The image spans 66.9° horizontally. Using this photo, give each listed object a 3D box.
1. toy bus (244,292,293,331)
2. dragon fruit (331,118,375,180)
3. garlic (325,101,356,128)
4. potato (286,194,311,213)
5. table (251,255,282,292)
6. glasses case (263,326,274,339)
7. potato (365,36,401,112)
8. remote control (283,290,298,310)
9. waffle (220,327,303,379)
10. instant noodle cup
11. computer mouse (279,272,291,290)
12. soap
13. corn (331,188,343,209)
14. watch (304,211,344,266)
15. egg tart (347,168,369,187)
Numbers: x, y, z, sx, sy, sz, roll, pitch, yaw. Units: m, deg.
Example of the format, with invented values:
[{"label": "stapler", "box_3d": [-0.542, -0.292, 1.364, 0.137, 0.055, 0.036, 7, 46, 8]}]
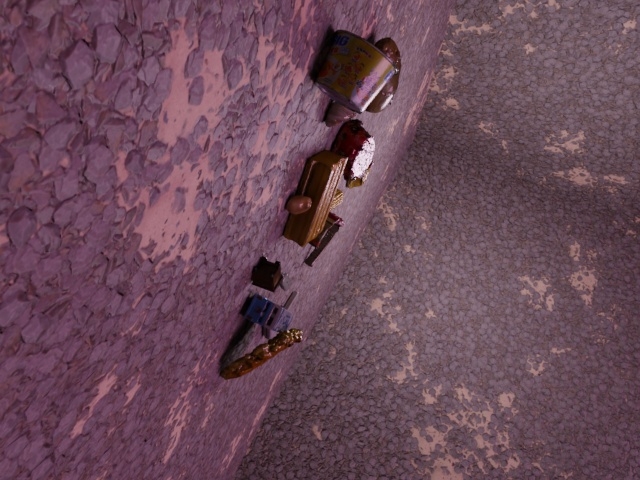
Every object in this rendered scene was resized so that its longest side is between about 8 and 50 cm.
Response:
[{"label": "toy bus", "box_3d": [-0.189, 0.273, 1.788, 0.106, 0.131, 0.297, -64, 169, -10]}, {"label": "dragon fruit", "box_3d": [0.127, -0.330, 1.887, 0.282, 0.147, 0.211, -65, 170, -6]}, {"label": "garlic", "box_3d": [0.061, -0.413, 1.571, 0.074, 0.094, 0.113, 34, 86, -39]}, {"label": "potato", "box_3d": [-0.072, -0.119, 1.611, 0.068, 0.084, 0.062, 73, 19, -73]}, {"label": "table", "box_3d": [-0.178, 0.109, 1.606, 0.082, 0.083, 0.070, 94, 20, -47]}, {"label": "glasses case", "box_3d": [-0.214, 0.368, 2.097, 0.076, 0.050, 0.197, -59, 168, -31]}, {"label": "potato", "box_3d": [0.217, -0.589, 1.747, 0.296, 0.142, 0.191, 91, 24, -60]}, {"label": "remote control", "box_3d": [-0.162, 0.333, 2.326, 0.190, 0.029, 0.087, -58, 167, -29]}, {"label": "waffle", "box_3d": [-0.213, 0.424, 1.809, 0.302, 0.068, 0.325, -37, 168, 27]}, {"label": "instant noodle cup", "box_3d": [0.088, -0.452, 1.329, 0.152, 0.205, 0.205, -57, 171, 9]}, {"label": "computer mouse", "box_3d": [-0.151, 0.166, 1.995, 0.055, 0.032, 0.110, -61, 159, -23]}, {"label": "soap", "box_3d": [-0.018, -0.153, 1.725, 0.204, 0.096, 0.324, -44, 157, -63]}, {"label": "corn", "box_3d": [0.030, -0.161, 1.976, 0.081, 0.081, 0.248, -69, 169, 21]}, {"label": "watch", "box_3d": [0.003, -0.007, 2.221, 0.268, 0.102, 0.165, -55, 162, -3]}, {"label": "egg tart", "box_3d": [0.196, -0.334, 2.412, 0.191, 0.074, 0.191, 24, 90, -82]}]
